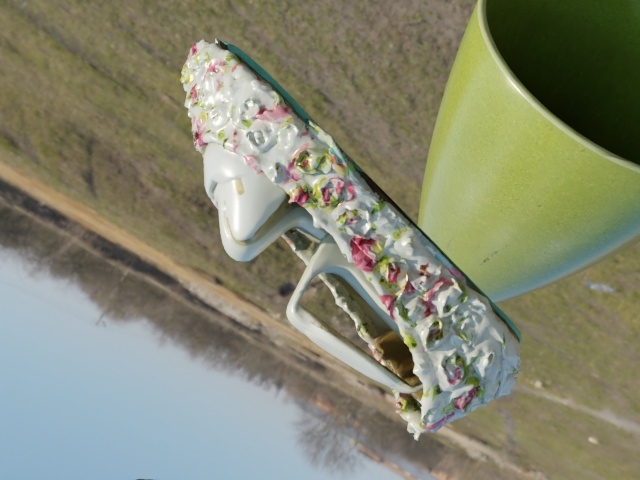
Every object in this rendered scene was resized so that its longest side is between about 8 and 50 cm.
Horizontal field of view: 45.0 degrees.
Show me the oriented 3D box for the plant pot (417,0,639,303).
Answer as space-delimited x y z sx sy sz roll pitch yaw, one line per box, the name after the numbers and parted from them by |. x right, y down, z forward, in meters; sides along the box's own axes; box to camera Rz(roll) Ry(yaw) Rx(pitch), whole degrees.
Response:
0.216 -0.069 0.778 0.274 0.275 0.293 30 138 1 | plant pot

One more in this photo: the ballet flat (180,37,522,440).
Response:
0.000 0.000 0.386 0.241 0.077 0.091 45 162 6 | ballet flat

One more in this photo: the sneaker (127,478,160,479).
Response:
-0.177 0.227 0.495 0.293 0.102 0.146 -12 180 -40 | sneaker
